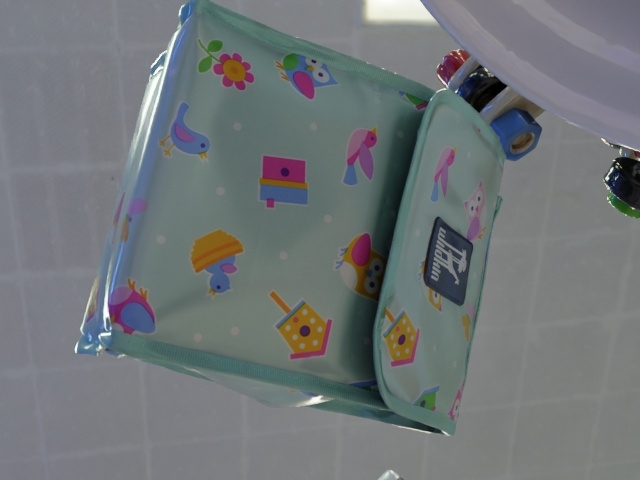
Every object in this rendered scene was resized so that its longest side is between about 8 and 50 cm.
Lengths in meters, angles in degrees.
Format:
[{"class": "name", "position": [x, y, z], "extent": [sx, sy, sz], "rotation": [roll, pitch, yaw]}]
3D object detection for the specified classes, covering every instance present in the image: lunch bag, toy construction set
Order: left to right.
[{"class": "lunch bag", "position": [0.000, 0.000, 0.559], "extent": [0.262, 0.160, 0.223], "rotation": [17, -106, -18]}, {"class": "toy construction set", "position": [0.252, -0.202, 0.741], "extent": [0.258, 0.308, 0.237], "rotation": [16, -57, -15]}]

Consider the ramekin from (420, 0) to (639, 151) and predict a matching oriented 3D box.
[{"class": "ramekin", "position": [0.147, -0.172, 0.258], "extent": [0.135, 0.277, 0.277], "rotation": [-43, -55, -37]}]

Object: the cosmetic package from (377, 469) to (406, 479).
[{"class": "cosmetic package", "position": [0.070, 0.313, 0.658], "extent": [0.151, 0.152, 0.183], "rotation": [-44, -34, -31]}]
